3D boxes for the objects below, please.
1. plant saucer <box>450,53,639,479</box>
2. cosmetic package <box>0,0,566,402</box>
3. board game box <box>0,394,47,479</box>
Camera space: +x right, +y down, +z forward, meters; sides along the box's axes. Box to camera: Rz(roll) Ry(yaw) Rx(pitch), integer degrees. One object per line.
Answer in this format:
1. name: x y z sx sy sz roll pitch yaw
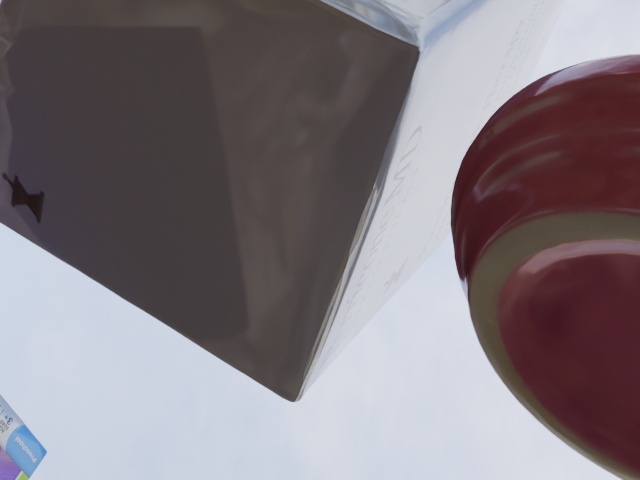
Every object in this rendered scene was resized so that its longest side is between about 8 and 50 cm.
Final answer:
1. plant saucer: 0.213 0.051 0.648 0.332 0.084 0.332 26 -33 19
2. cosmetic package: -0.021 -0.152 0.956 0.327 0.393 0.330 30 -52 15
3. board game box: -0.379 0.128 0.830 0.078 0.233 0.347 -8 -53 34
